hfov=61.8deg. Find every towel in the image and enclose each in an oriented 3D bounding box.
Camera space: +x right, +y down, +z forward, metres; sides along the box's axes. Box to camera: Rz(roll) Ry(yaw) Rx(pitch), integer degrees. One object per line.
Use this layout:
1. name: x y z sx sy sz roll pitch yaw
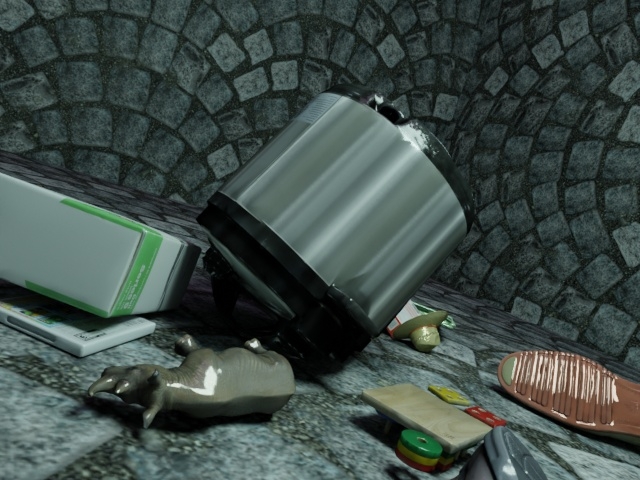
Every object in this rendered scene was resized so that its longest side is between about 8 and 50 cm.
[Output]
1. towel: 0.259 0.194 1.559 0.247 0.038 0.325 22 -3 10

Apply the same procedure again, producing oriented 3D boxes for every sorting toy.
1. sorting toy: 0.137 0.239 0.692 0.132 0.046 0.274 22 6 37

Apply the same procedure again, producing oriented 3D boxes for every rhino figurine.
1. rhino figurine: -0.124 0.147 0.560 0.106 0.073 0.243 19 4 41

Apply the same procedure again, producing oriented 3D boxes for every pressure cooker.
1. pressure cooker: -0.004 -0.004 0.910 0.375 0.420 0.370 43 -11 9

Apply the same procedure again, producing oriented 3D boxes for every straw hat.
1. straw hat: 0.240 0.222 1.229 0.144 0.144 0.061 15 44 -45

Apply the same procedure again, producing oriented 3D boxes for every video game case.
1. video game case: -0.313 0.100 0.684 0.143 0.019 0.157 19 5 12

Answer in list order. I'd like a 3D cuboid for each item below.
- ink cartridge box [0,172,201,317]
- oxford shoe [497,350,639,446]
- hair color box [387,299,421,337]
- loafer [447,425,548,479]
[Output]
1. ink cartridge box: -0.318 0.018 0.774 0.211 0.122 0.289 20 -5 4
2. oxford shoe: 0.547 0.330 1.049 0.397 0.140 0.146 16 -28 22
3. hair color box: 0.200 0.189 1.325 0.072 0.043 0.141 56 26 16
4. loafer: 0.141 0.252 0.426 0.109 0.095 0.302 50 15 9
